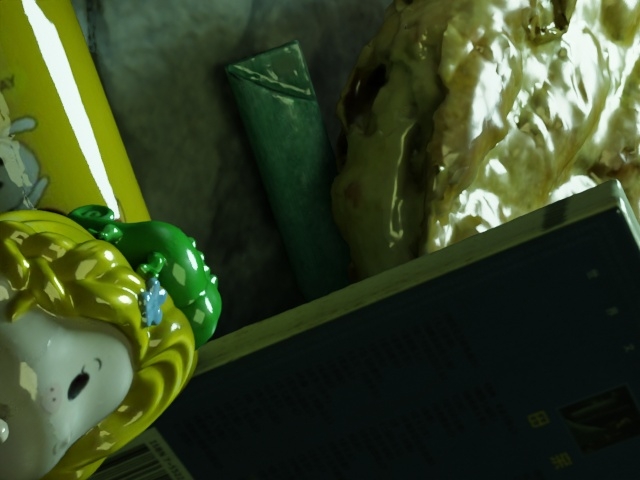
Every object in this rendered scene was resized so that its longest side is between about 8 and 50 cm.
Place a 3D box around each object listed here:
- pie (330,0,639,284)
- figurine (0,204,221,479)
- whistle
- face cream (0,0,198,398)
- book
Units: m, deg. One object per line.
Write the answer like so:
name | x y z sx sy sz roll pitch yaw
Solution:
pie | 0.121 0.004 0.754 0.339 0.083 0.339 -2 93 -51
figurine | -0.106 0.027 0.462 0.156 0.115 0.095 -43 163 -40
whistle | 0.000 0.000 0.703 0.039 0.039 0.186 -33 116 -33
face cream | -0.144 -0.092 0.524 0.105 0.105 0.348 -32 115 -33
book | 0.032 0.101 0.634 0.191 0.269 0.025 59 16 -30
